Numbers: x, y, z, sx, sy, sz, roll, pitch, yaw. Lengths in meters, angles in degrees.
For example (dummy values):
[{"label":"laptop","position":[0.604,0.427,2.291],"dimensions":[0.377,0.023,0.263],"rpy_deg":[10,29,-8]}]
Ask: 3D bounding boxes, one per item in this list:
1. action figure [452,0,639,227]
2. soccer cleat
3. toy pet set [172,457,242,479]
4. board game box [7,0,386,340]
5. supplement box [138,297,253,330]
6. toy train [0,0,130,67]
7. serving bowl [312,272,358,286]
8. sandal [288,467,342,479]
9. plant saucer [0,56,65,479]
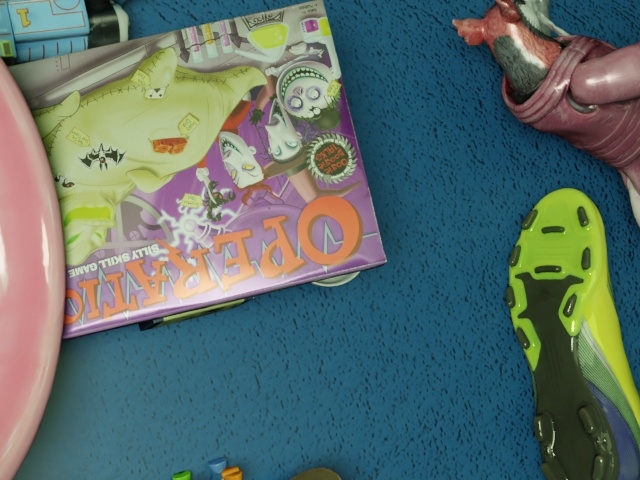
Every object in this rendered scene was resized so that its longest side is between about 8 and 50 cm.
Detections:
[{"label":"action figure","position":[0.269,-0.111,0.925],"dimensions":[0.370,0.248,0.275],"rpy_deg":[20,90,-20]},{"label":"soccer cleat","position":[0.239,0.097,0.925],"dimensions":[0.121,0.093,0.289],"rpy_deg":[16,66,-50]},{"label":"toy pet set","position":[-0.103,0.221,0.740],"dimensions":[0.122,0.114,0.065],"rpy_deg":[-16,98,-22]},{"label":"board game box","position":[-0.142,-0.042,0.745],"dimensions":[0.347,0.056,0.208],"rpy_deg":[-14,88,-4]},{"label":"supplement box","position":[-0.109,0.020,0.801],"dimensions":[0.083,0.056,0.083],"rpy_deg":[-13,84,-23]},{"label":"toy train","position":[-0.232,-0.184,0.787],"dimensions":[0.184,0.080,0.105],"rpy_deg":[-12,93,-26]},{"label":"serving bowl","position":[0.000,0.000,0.866],"dimensions":[0.083,0.027,0.083],"rpy_deg":[4,78,-22]},{"label":"sandal","position":[-0.066,0.275,0.753],"dimensions":[0.240,0.088,0.079],"rpy_deg":[-35,119,-14]},{"label":"plant saucer","position":[-0.261,0.012,0.559],"dimensions":[0.084,0.332,0.332],"rpy_deg":[-3,78,17]}]
